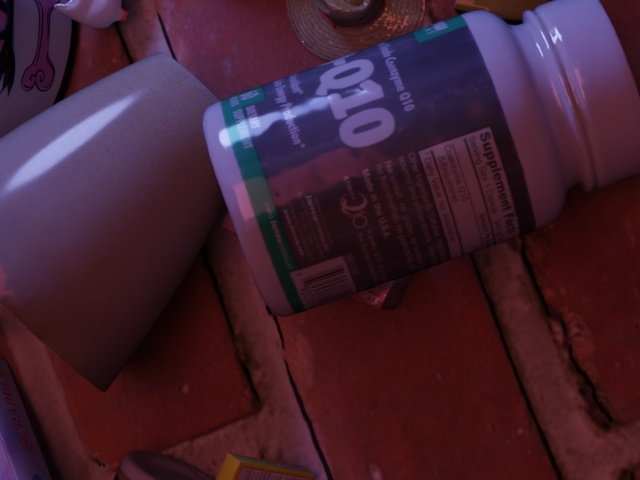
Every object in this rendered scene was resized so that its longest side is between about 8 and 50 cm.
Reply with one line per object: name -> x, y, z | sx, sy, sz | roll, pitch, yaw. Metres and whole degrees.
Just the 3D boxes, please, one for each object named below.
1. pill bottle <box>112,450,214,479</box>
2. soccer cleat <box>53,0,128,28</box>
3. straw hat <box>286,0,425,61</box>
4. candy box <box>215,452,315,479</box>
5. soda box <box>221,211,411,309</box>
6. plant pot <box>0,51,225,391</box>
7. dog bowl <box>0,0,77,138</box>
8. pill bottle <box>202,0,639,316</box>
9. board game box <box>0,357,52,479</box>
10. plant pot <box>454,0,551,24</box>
pill bottle -> -0.176, 0.311, 1.712 | 0.112, 0.112, 0.186 | 25, 97, 17
soccer cleat -> -0.214, -0.310, 1.751 | 0.076, 0.068, 0.196 | 12, 96, -15
straw hat -> 0.025, -0.237, 1.683 | 0.144, 0.061, 0.144 | 0, 90, 18
candy box -> -0.088, 0.306, 1.688 | 0.027, 0.105, 0.206 | 30, 99, 43
soda box -> 0.000, 0.000, 1.688 | 0.183, 0.058, 0.063 | 28, 97, 16
plant pot -> -0.203, -0.040, 1.676 | 0.256, 0.256, 0.274 | 43, 86, 14
dog bowl -> -0.465, -0.226, 1.798 | 0.408, 0.150, 0.408 | 0, 90, 18
pill bottle -> 0.094, -0.082, 1.555 | 0.361, 0.204, 0.204 | -20, 83, 1
board game box -> -0.398, 0.322, 1.748 | 0.318, 0.066, 0.318 | -38, 55, 14
plant pot -> 0.177, -0.239, 1.627 | 0.083, 0.081, 0.081 | 18, 95, 5
